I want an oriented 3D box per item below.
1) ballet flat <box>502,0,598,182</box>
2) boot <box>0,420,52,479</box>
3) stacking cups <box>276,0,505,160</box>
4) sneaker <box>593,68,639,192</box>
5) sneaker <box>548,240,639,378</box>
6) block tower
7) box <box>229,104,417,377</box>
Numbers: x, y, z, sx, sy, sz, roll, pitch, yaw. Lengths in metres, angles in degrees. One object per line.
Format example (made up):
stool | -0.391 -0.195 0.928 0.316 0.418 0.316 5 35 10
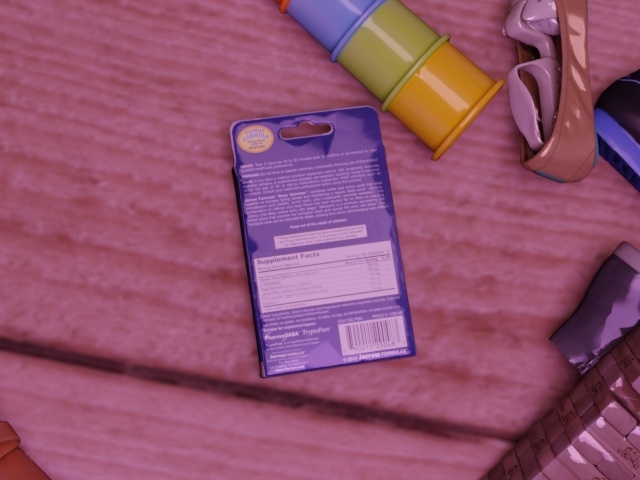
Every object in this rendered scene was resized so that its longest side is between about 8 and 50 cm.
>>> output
ballet flat | 0.198 -0.166 1.292 0.073 0.080 0.232 3 72 -29
boot | -0.344 0.261 1.180 0.283 0.109 0.220 -28 88 -11
stacking cups | 0.011 -0.203 1.286 0.316 0.096 0.096 40 81 1
sneaker | 0.338 -0.055 1.306 0.090 0.081 0.232 -43 88 -2
sneaker | 0.312 0.111 1.296 0.222 0.083 0.118 39 97 -5
block tower | 0.266 0.146 1.217 0.091 0.097 0.335 42 100 -8
box | 0.000 0.000 1.286 0.136 0.036 0.225 -7 85 -7
